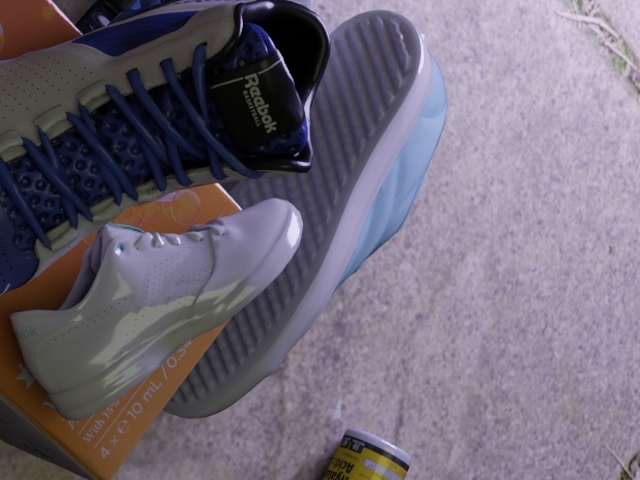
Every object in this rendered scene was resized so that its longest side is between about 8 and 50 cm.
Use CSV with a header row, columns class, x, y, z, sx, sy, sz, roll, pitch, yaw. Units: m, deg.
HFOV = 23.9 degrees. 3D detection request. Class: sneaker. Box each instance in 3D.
class,x,y,z,sx,sy,sz,roll,pitch,yaw
sneaker,0.000,0.000,1.229,0.366,0.135,0.150,-55,145,-5
sneaker,-0.104,0.019,0.981,0.212,0.080,0.094,-39,104,-26
sneaker,-0.111,-0.073,0.894,0.315,0.182,0.127,-36,113,-29

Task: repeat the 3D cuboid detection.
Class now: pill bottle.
class,x,y,z,sx,sy,sz,roll,pitch,yaw
pill bottle,0.028,0.227,1.309,0.065,0.065,0.116,35,74,-34

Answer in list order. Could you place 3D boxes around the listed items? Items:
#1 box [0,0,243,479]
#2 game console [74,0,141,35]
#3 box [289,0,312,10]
class,x,y,z,sx,sy,sz,roll,pitch,yaw
box,-0.230,-0.030,1.028,0.345,0.168,0.215,48,67,-29
game console,-0.092,-0.138,1.077,0.144,0.124,0.085,41,113,-12
box,-0.070,-0.163,1.182,0.101,0.087,0.102,0,94,-36
